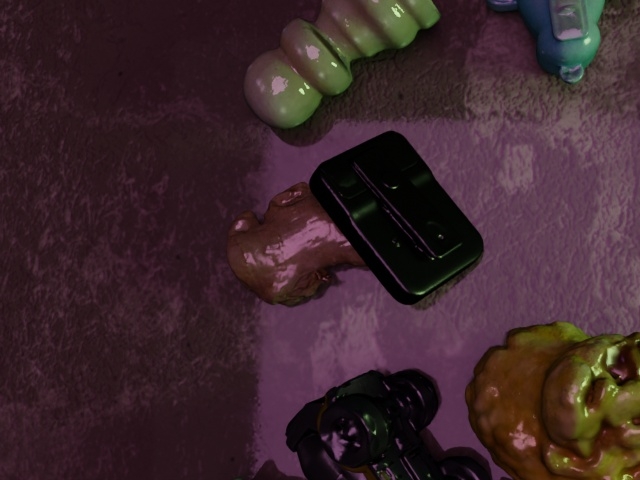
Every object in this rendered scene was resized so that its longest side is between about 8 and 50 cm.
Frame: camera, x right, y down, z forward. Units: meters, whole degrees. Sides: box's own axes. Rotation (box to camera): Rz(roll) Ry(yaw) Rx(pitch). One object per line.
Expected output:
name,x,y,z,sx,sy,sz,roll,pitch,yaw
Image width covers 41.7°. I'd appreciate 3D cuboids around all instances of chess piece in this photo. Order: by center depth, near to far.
chess piece,0.011,-0.232,1.000,0.243,0.133,0.133,-42,78,11

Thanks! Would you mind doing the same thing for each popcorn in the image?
popcorn,0.262,0.181,0.855,0.200,0.203,0.226,-25,69,1

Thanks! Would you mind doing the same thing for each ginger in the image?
ginger,-0.003,-0.004,0.993,0.213,0.074,0.137,-17,91,10

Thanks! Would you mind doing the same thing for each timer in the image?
timer,0.092,-0.032,0.951,0.144,0.055,0.187,-29,76,-36

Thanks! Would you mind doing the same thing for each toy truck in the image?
toy truck,0.066,0.260,0.923,0.165,0.147,0.224,-44,73,31

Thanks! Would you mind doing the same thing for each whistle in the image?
whistle,0.273,-0.311,0.967,0.186,0.093,0.273,-6,79,11

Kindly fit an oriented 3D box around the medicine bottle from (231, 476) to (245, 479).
medicine bottle,-0.073,0.355,0.927,0.143,0.147,0.147,25,89,15
